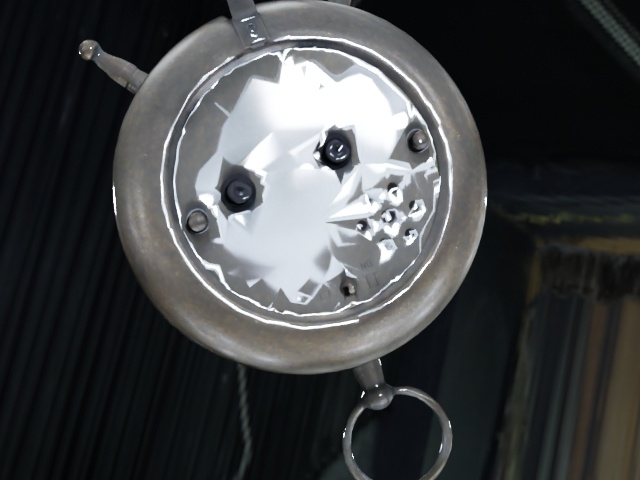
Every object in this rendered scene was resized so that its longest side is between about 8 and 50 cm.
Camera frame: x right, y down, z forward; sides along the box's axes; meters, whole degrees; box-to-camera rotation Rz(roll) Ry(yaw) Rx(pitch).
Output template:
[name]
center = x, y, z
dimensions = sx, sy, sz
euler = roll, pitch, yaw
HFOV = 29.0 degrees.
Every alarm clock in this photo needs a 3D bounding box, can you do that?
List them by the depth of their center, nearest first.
[alarm clock]
center = 0.000, 0.000, 0.436
dimensions = 0.129, 0.192, 0.064
euler = -22, 3, -9
